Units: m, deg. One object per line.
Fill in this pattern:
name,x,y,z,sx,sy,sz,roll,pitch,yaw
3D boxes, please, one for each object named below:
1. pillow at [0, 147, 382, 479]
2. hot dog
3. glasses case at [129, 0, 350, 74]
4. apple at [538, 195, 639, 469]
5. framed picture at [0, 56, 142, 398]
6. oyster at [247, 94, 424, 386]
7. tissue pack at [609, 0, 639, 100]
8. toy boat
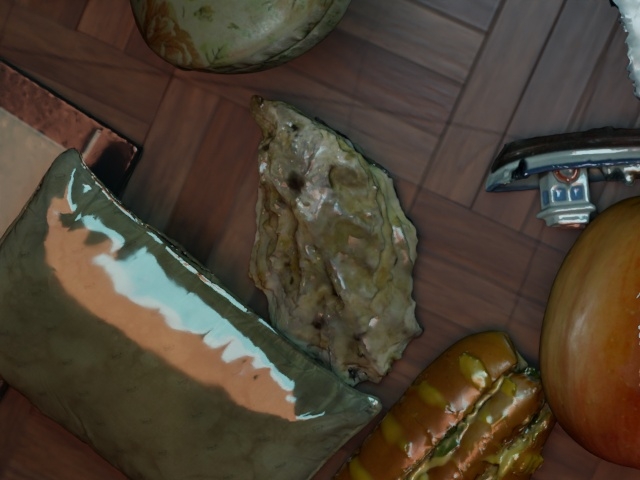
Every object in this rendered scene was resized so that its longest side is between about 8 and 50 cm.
pillow,-0.126,0.086,1.359,0.302,0.075,0.185,40,111,-3
hot dog,0.069,0.186,1.352,0.115,0.072,0.269,36,100,-4
glasses case,-0.077,-0.315,1.204,0.156,0.098,0.425,-16,79,33
apple,0.233,0.063,1.260,0.199,0.199,0.199,1,96,9
framed picture,-0.339,-0.050,1.419,0.347,0.016,0.265,31,100,4
oyster,0.008,0.005,1.341,0.133,0.072,0.209,6,99,12
tissue pack,0.292,-0.210,1.084,0.264,0.416,0.253,-15,95,17
toy boat,0.184,-0.042,1.309,0.140,0.059,0.066,-3,78,12
